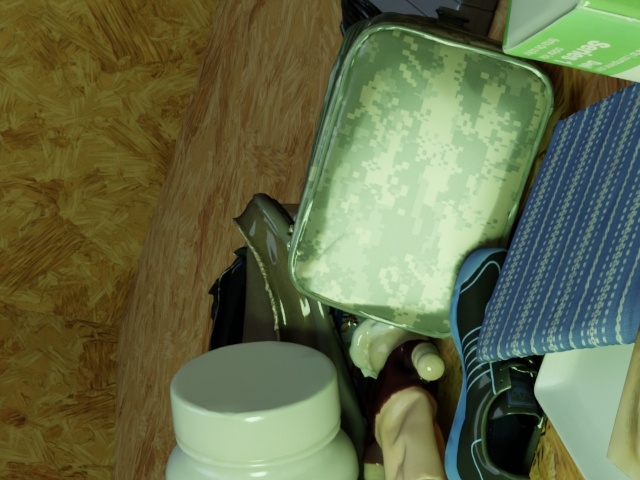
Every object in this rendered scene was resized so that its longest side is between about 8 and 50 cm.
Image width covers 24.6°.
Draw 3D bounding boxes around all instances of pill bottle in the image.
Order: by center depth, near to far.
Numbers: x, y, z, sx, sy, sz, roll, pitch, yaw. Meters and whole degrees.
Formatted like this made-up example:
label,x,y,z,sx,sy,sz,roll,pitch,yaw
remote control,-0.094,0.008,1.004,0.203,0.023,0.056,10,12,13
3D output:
label,x,y,z,sx,sy,sz,roll,pitch,yaw
pill bottle,-0.056,0.303,1.546,0.204,0.204,0.361,-117,21,-67

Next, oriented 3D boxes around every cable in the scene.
label,x,y,z,sx,sy,sz,roll,pitch,yaw
cable,0.058,-0.259,1.958,0.184,0.047,0.150,-166,68,-81

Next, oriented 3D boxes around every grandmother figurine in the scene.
label,x,y,z,sx,sy,sz,roll,pitch,yaw
grandmother figurine,0.090,0.187,1.504,0.208,0.104,0.342,-58,20,30

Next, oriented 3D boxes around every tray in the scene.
label,x,y,z,sx,sy,sz,roll,pitch,yaw
tray,0.235,0.121,1.125,0.270,0.030,0.145,-112,36,-65

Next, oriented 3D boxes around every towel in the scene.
label,x,y,z,sx,sy,sz,roll,pitch,yaw
towel,0.228,-0.020,1.147,0.243,0.040,0.336,-67,10,-13

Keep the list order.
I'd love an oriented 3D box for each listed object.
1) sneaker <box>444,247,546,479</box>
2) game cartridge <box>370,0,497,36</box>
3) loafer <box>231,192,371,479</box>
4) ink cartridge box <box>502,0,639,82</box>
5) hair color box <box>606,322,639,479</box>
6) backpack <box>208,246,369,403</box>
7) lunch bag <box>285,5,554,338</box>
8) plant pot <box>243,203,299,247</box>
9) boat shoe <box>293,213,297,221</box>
label,x,y,z,sx,sy,sz,roll,pitch,yaw
sneaker,0.166,0.114,1.314,0.090,0.081,0.232,157,119,-63
game cartridge,0.136,-0.366,1.748,0.230,0.068,0.355,-69,25,19
loafer,-0.038,0.129,1.644,0.134,0.130,0.366,-96,-11,-87
ink cartridge box,0.257,-0.176,0.781,0.117,0.278,0.201,156,124,-76
hair color box,0.286,0.099,0.802,0.339,0.110,0.185,-134,56,-74
backpack,-0.052,0.156,1.833,0.276,0.213,0.263,131,155,-75
lunch bag,0.095,-0.076,1.486,0.256,0.213,0.305,-69,-5,-75
plant pot,-0.057,-0.002,2.180,0.109,0.096,0.109,-140,62,-73
boat shoe,0.000,0.000,1.953,0.302,0.109,0.094,120,163,-56
